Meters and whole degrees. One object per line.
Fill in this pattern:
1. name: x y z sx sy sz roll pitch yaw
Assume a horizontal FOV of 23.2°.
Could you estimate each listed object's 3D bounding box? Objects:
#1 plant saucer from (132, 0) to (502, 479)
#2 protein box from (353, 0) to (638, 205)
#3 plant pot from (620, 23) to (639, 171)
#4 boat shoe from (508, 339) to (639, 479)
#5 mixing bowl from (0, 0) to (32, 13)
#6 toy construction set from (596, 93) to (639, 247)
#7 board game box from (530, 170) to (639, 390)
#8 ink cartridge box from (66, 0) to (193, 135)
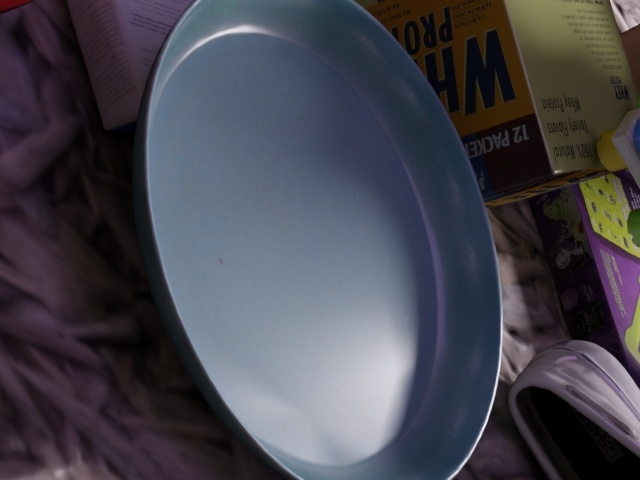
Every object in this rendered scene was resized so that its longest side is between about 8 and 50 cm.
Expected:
1. plant saucer: 0.000 0.000 0.903 0.318 0.044 0.317 25 56 -44
2. protein box: 0.123 -0.130 1.137 0.200 0.136 0.201 -11 84 -58
3. plant pot: 0.386 -0.128 1.394 0.256 0.274 0.256 -3 94 -47
4. boat shoe: 0.223 0.187 1.045 0.267 0.096 0.088 56 34 6
5. mixing bowl: -0.211 -0.174 0.793 0.181 0.098 0.181 35 34 -29
6. toy construction set: 0.326 -0.007 1.144 0.327 0.151 0.215 58 42 -38
7. board game box: 0.275 0.083 1.274 0.208 0.056 0.346 23 42 -36
8. ink cartridge box: -0.059 -0.104 0.989 0.223 0.045 0.224 10 53 -50
